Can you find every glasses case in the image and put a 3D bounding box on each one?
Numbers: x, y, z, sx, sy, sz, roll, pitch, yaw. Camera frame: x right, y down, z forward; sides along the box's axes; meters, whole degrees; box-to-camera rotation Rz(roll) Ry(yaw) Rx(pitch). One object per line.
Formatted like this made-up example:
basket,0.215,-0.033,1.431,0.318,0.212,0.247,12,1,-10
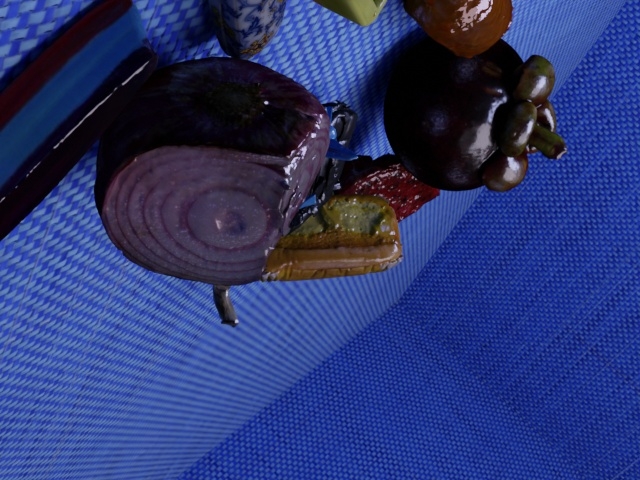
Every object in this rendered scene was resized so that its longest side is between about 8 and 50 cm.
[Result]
glasses case,-0.079,-0.284,1.044,0.087,0.065,0.248,-41,167,-15

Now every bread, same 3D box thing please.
bread,0.000,0.000,1.735,0.288,0.153,0.119,-4,155,-13

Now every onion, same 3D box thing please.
onion,-0.121,-0.098,1.092,0.272,0.256,0.230,-42,-150,40

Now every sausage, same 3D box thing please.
sausage,0.223,-0.380,1.524,0.141,0.153,0.268,-50,166,15

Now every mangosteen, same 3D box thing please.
mangosteen,0.287,-0.230,1.749,0.307,0.347,0.307,-34,133,-45

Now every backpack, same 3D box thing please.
backpack,-0.026,-0.128,1.584,0.206,0.133,0.258,-38,158,-47

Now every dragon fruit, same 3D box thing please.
dragon fruit,0.067,-0.110,1.908,0.317,0.152,0.205,-31,147,-7

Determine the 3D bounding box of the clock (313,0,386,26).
clock,0.059,-0.367,1.110,0.202,0.096,0.143,-59,164,2

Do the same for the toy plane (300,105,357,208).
toy plane,-0.096,-0.110,1.275,0.271,0.254,0.105,-20,135,-3

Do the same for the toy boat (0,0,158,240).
toy boat,-0.304,-0.081,0.942,0.392,0.079,0.136,-45,169,5
